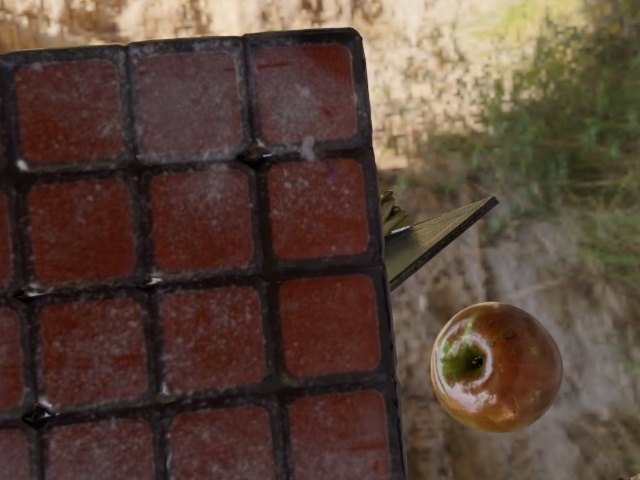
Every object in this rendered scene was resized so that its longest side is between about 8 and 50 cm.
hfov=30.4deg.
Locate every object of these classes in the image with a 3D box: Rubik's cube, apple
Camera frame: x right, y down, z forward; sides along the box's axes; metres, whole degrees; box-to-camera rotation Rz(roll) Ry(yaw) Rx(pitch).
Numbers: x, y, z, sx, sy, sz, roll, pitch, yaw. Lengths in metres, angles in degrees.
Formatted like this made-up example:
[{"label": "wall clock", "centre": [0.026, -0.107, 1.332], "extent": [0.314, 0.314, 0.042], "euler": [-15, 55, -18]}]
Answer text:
[{"label": "Rubik's cube", "centre": [-0.140, 0.036, 0.941], "extent": [0.337, 0.345, 0.343], "euler": [164, 103, -80]}, {"label": "apple", "centre": [0.262, 0.188, 1.733], "extent": [0.196, 0.196, 0.196], "euler": [-4, -90, -81]}]

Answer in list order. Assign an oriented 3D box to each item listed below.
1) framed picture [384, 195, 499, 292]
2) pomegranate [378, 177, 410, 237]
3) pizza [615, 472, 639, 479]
[{"label": "framed picture", "centre": [0.047, 0.056, 1.502], "extent": [0.339, 0.255, 0.014], "euler": [-37, -81, -33]}, {"label": "pomegranate", "centre": [0.008, 0.005, 1.895], "extent": [0.204, 0.277, 0.222], "euler": [74, -177, -64]}, {"label": "pizza", "centre": [0.300, 0.272, 1.106], "extent": [0.193, 0.201, 0.053], "euler": [-59, -10, -17]}]
